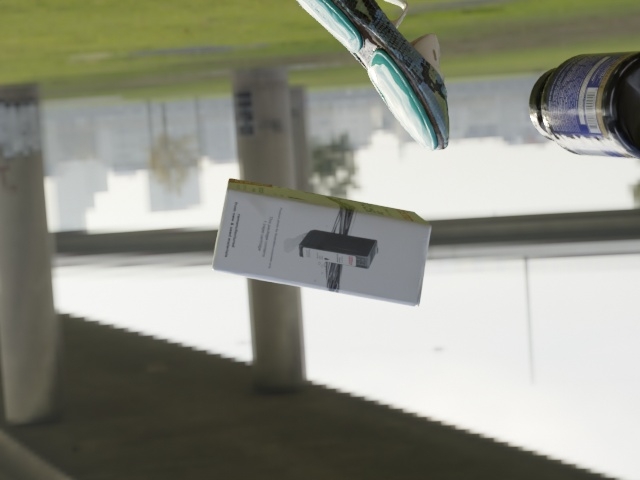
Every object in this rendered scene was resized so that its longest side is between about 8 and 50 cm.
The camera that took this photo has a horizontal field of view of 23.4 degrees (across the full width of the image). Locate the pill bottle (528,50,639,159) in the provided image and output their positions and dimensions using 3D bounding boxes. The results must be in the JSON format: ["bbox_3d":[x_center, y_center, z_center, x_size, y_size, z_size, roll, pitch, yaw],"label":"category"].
[{"bbox_3d":[0.331,-0.156,1.785,0.122,0.123,0.219,-6,-173,-19],"label":"pill bottle"}]

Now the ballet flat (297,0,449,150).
[{"bbox_3d":[0.055,-0.157,1.207,0.070,0.188,0.070,-38,173,-5],"label":"ballet flat"}]

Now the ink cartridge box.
[{"bbox_3d":[0.000,0.000,2.056,0.272,0.114,0.197,11,-174,-4],"label":"ink cartridge box"}]
